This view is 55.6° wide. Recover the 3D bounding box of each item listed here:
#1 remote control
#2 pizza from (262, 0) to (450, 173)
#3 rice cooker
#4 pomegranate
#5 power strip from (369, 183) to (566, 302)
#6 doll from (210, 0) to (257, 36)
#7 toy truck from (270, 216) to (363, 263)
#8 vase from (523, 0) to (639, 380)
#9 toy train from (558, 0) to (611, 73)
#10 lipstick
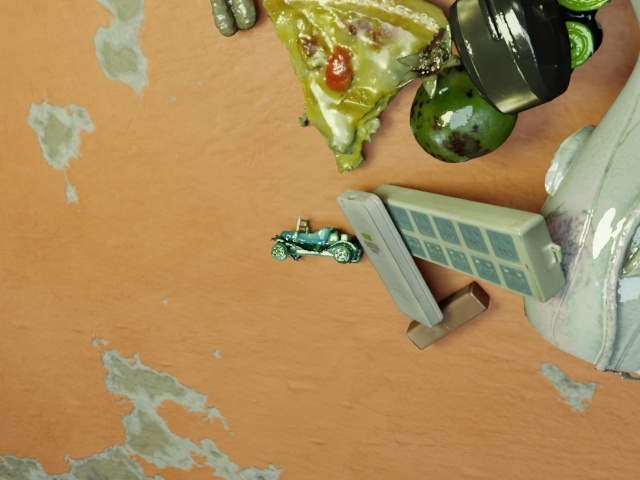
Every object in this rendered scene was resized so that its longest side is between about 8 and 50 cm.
[{"bbox_3d":[0.111,0.030,0.961,0.250,0.034,0.103,58,164,-22],"label":"remote control"},{"bbox_3d":[0.046,-0.227,0.877,0.280,0.075,0.288,7,118,19],"label":"pizza"},{"bbox_3d":[0.213,-0.226,0.680,0.106,0.112,0.165,-28,90,48],"label":"rice cooker"},{"bbox_3d":[0.177,-0.177,0.794,0.169,0.148,0.148,20,135,-41],"label":"pomegranate"},{"bbox_3d":[0.176,-0.010,0.833,0.367,0.043,0.106,23,144,62],"label":"power strip"},{"bbox_3d":[-0.150,-0.449,0.841,0.202,0.091,0.286,-35,110,24],"label":"doll"},{"bbox_3d":[-0.001,0.000,1.024,0.154,0.080,0.078,2,90,21],"label":"toy truck"},{"bbox_3d":[0.397,-0.069,0.725,0.250,0.250,0.445,16,115,14],"label":"vase"},{"bbox_3d":[0.289,-0.332,0.711,0.160,0.100,0.296,25,125,16],"label":"toy train"},{"bbox_3d":[0.212,0.127,1.014,0.045,0.045,0.145,45,123,-7],"label":"lipstick"}]
